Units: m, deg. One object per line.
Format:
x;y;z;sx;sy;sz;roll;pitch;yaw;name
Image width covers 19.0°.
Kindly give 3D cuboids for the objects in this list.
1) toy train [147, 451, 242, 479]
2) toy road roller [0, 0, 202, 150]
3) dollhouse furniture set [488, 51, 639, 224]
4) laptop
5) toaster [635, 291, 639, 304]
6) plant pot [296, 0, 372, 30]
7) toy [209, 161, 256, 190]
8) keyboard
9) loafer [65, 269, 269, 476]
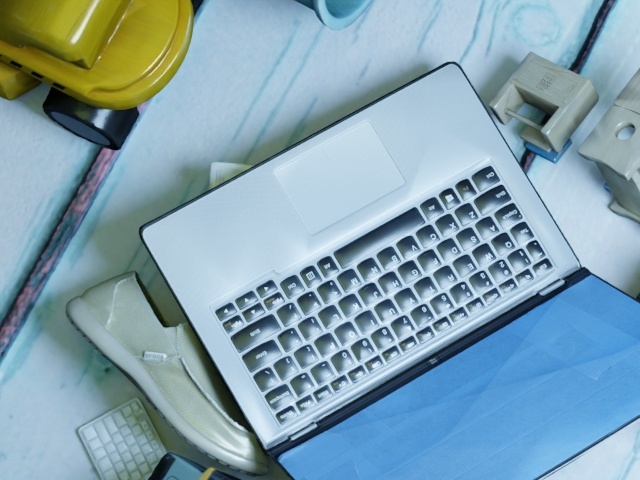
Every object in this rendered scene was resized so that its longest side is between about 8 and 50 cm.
-0.140;0.368;1.857;0.190;0.142;0.334;30;87;22;toy train
-0.285;-0.257;1.935;0.329;0.240;0.202;27;80;6;toy road roller
0.300;-0.121;1.974;0.183;0.129;0.129;32;79;37;dollhouse furniture set
0.096;0.050;1.817;0.382;0.236;0.408;-29;83;-14;laptop
0.380;0.103;1.915;0.185;0.110;0.168;29;80;7;toaster
-0.077;-0.428;1.940;0.334;0.341;0.341;21;80;14;plant pot
0.000;0.000;1.972;0.237;0.056;0.137;4;75;-3;toy
-0.159;0.287;1.937;0.072;0.014;0.256;-28;79;-4;keyboard
-0.140;0.130;1.925;0.268;0.102;0.092;42;88;9;loafer
